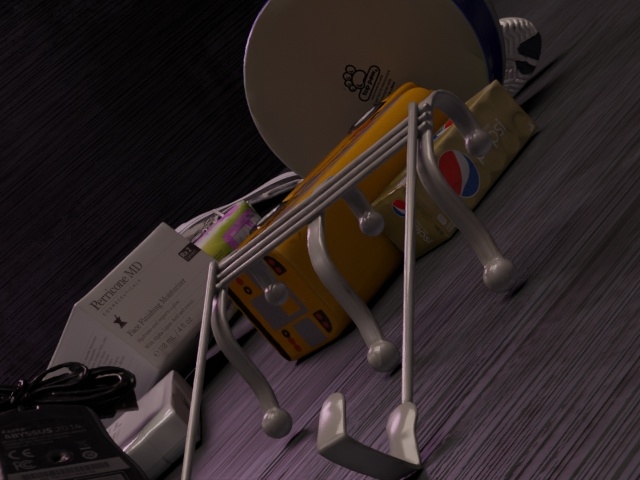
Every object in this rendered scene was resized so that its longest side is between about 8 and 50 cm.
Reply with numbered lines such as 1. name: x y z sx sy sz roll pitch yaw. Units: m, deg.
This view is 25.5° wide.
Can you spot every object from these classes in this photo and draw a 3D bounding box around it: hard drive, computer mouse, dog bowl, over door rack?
1. hard drive: -0.259 0.272 1.347 0.353 0.047 0.233 -42 6 -2
2. computer mouse: -0.214 0.192 1.156 0.188 0.072 0.272 -2 22 -23
3. dog bowl: 0.057 -0.179 1.480 0.265 0.265 0.104 -39 9 27
4. over door rack: 0.000 0.078 0.880 0.239 0.108 0.324 -38 21 36

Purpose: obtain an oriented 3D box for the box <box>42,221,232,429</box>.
1. box: -0.205 0.111 1.603 0.181 0.119 0.182 -49 -8 -46

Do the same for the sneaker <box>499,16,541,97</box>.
1. sneaker: 0.159 -0.183 1.661 0.235 0.094 0.153 -51 11 20

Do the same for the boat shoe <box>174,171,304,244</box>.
1. boat shoe: -0.121 -0.002 2.129 0.306 0.113 0.105 -27 10 -9

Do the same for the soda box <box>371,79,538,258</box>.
1. soda box: 0.118 -0.063 1.236 0.058 0.061 0.181 -36 9 49

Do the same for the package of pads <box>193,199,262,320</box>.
1. package of pads: -0.182 0.086 1.929 0.229 0.101 0.296 -40 7 31

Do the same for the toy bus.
1. toy bus: 0.042 -0.035 1.295 0.130 0.108 0.333 -35 10 49
